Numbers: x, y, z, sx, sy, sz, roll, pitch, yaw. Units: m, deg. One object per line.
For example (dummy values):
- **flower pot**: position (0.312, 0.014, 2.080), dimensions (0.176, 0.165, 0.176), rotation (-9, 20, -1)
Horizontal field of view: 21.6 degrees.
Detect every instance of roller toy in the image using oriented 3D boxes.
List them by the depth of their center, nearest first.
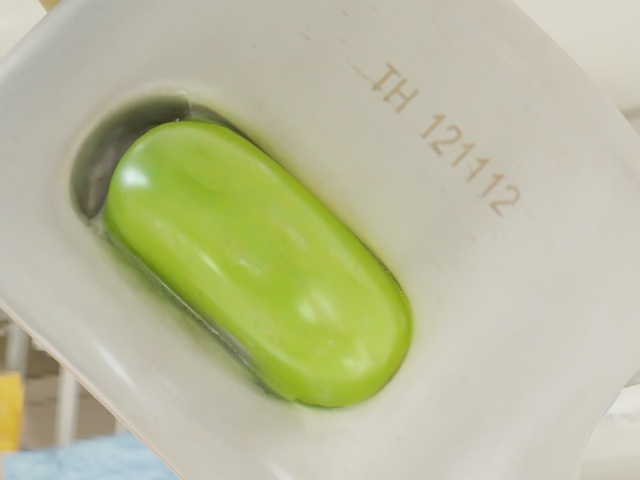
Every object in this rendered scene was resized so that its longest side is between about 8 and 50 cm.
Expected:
- **roller toy**: position (0.000, 0.000, 0.457), dimensions (0.209, 0.146, 0.191), rotation (31, 164, 52)
